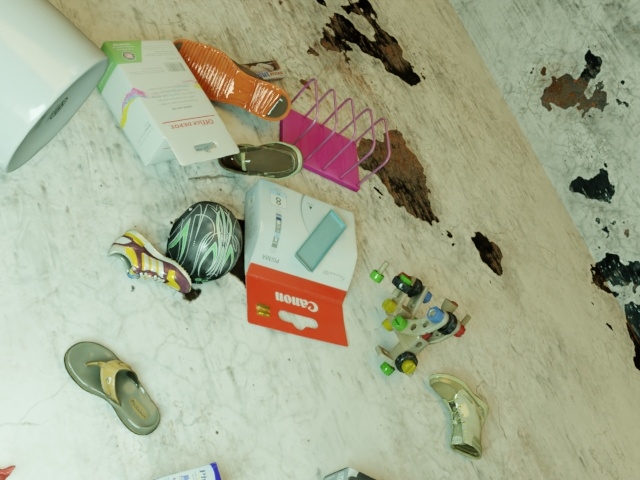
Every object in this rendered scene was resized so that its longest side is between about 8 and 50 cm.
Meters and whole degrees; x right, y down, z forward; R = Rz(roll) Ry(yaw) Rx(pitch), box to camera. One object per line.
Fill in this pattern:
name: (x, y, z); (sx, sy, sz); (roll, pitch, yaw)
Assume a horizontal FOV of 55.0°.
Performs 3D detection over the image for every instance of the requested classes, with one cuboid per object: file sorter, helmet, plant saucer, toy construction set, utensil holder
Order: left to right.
utensil holder: (-0.645, -0.364, 1.144); (0.385, 0.327, 0.327); (40, 42, -17)
helmet: (-0.251, 0.003, 1.358); (0.169, 0.161, 0.169); (24, 48, -29)
plant saucer: (0.000, 0.000, 1.576); (0.067, 0.018, 0.192); (48, 51, -13)
file sorter: (0.047, -0.320, 1.848); (0.291, 0.182, 0.202); (22, 49, -30)
toy construction set: (0.250, 0.245, 1.661); (0.257, 0.237, 0.309); (43, 12, 37)

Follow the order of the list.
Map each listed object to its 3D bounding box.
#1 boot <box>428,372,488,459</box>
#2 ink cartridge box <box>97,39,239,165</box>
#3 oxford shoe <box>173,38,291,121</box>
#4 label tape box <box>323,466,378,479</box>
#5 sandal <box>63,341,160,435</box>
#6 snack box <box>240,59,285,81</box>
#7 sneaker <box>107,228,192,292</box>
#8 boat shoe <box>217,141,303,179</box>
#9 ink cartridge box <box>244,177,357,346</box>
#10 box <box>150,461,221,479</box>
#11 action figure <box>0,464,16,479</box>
boot: (0.366, 0.471, 1.653); (0.213, 0.077, 0.165); (40, 44, -17)
ink cartridge box: (-0.378, -0.312, 1.501); (0.207, 0.119, 0.353); (-23, 78, -49)
oxford shoe: (-0.258, -0.448, 1.739); (0.364, 0.130, 0.132); (28, 13, -16)
label tape box: (0.101, 0.671, 1.243); (0.241, 0.106, 0.333); (32, 44, -21)
sandal: (-0.374, 0.267, 1.133); (0.219, 0.060, 0.090); (50, 41, -2)
snack box: (-0.184, -0.520, 1.903); (0.178, 0.022, 0.064); (-27, 83, -49)
sneaker: (-0.360, 0.064, 1.295); (0.185, 0.069, 0.084); (39, 51, -5)
boat shoe: (-0.159, -0.195, 1.545); (0.095, 0.257, 0.095); (-20, 109, -45)
ink cartridge box: (-0.041, 0.055, 1.569); (0.308, 0.091, 0.385); (20, 49, -32)
box: (-0.256, 0.448, 1.061); (0.137, 0.126, 0.072); (1, 59, -43)
action figure: (-0.577, 0.273, 0.892); (0.280, 0.139, 0.091); (39, 41, -11)
